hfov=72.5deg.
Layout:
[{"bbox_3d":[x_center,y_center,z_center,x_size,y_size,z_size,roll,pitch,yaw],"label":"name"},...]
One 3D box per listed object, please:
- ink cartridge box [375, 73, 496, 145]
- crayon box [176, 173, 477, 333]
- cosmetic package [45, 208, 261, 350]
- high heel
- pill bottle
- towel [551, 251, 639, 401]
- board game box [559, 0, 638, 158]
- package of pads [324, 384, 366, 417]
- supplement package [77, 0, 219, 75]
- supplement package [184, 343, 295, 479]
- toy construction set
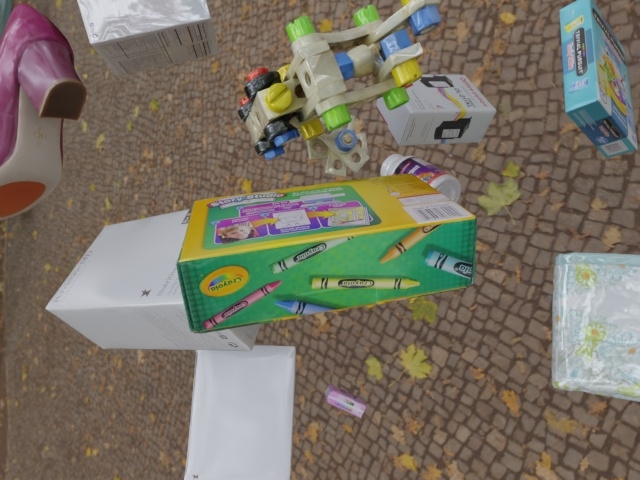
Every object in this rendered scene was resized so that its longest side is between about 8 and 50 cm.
[{"bbox_3d":[0.209,-0.244,0.806,0.072,0.175,0.128,103,154,-48],"label":"ink cartridge box"},{"bbox_3d":[0.000,0.000,0.473,0.165,0.278,0.081,-115,18,-65],"label":"crayon box"},{"bbox_3d":[-0.277,0.072,0.798,0.384,0.156,0.217,-7,46,27],"label":"cosmetic package"},{"bbox_3d":[-0.518,-0.198,0.746,0.377,0.127,0.181,-40,74,24],"label":"high heel"},{"bbox_3d":[0.232,-0.140,1.055,0.193,0.108,0.108,45,116,47],"label":"pill bottle"},{"bbox_3d":[0.721,0.191,0.962,0.374,0.090,0.321,3,67,23],"label":"towel"},{"bbox_3d":[0.731,-0.426,1.149,0.079,0.253,0.336,-16,58,49],"label":"board game box"},{"bbox_3d":[0.051,0.336,0.919,0.083,0.050,0.032,26,88,-5],"label":"package of pads"},{"bbox_3d":[-0.400,-0.542,1.025,0.198,0.262,0.200,-177,71,-82],"label":"supplement package"},{"bbox_3d":[-0.157,0.351,0.919,0.203,0.145,0.262,3,77,-3],"label":"supplement package"},{"bbox_3d":[0.010,-0.187,0.587,0.151,0.214,0.328,62,167,7],"label":"toy construction set"}]
